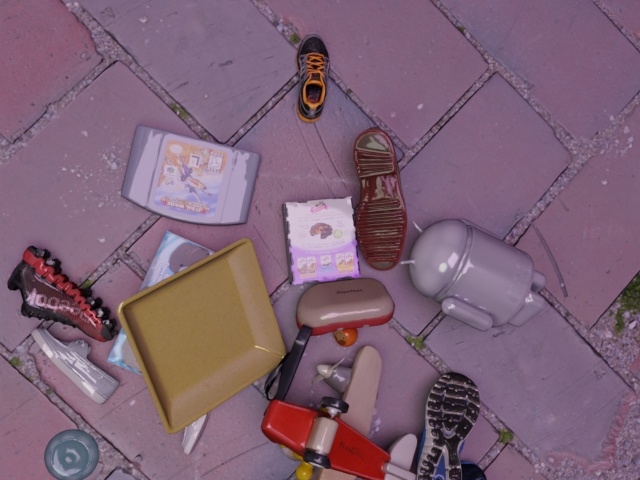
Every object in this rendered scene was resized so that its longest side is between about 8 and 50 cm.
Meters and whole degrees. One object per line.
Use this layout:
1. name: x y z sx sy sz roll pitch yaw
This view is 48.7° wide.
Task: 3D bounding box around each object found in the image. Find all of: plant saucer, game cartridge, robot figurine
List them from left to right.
1. plant saucer: -0.561 0.487 1.593 0.119 0.021 0.119 0 88 -10
2. game cartridge: -0.302 -0.140 1.653 0.297 0.062 0.198 12 81 -9
3. plant saucer: -0.261 0.197 1.552 0.333 0.081 0.332 -29 117 -31
4. robot figurine: 0.360 0.075 1.682 0.353 0.200 0.300 25 45 -8

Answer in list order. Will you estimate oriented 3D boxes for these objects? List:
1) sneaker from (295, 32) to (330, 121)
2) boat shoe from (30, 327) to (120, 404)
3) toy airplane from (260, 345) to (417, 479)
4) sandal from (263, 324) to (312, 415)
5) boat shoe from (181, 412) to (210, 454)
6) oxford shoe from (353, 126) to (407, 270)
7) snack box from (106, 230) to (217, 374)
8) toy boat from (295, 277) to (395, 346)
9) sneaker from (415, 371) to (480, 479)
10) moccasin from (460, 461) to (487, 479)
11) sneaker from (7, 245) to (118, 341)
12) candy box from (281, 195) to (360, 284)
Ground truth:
1. sneaker: -0.014 -0.396 1.699 0.084 0.083 0.214 0 86 -8
2. boat shoe: -0.544 0.265 1.585 0.227 0.079 0.081 47 72 -10
3. toy airplane: 0.032 0.471 1.601 0.386 0.272 0.384 -23 103 -44
4. sandal: -0.084 0.295 1.619 0.054 0.097 0.254 23 112 4
5. boat shoe: -0.290 0.395 1.626 0.063 0.066 0.184 18 87 5
6. oxford shoe: 0.151 -0.102 1.698 0.123 0.130 0.348 1 108 11
7. snack box: -0.334 0.161 1.627 0.187 0.060 0.322 24 83 -9
8. toy boat: 0.057 0.185 1.671 0.231 0.151 0.151 -6 117 -10
9. sneaker: 0.287 0.473 1.695 0.130 0.147 0.330 20 65 3
10. moccasin: 0.328 0.707 1.687 0.138 0.117 0.342 6 86 -9
11. sneaker: -0.577 0.143 1.566 0.276 0.097 0.135 43 82 -1
12. candy box: 0.000 0.000 1.689 0.165 0.070 0.196 -5 89 -10
